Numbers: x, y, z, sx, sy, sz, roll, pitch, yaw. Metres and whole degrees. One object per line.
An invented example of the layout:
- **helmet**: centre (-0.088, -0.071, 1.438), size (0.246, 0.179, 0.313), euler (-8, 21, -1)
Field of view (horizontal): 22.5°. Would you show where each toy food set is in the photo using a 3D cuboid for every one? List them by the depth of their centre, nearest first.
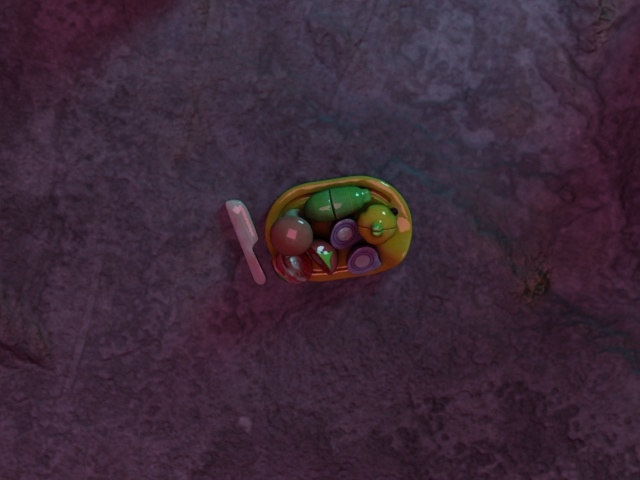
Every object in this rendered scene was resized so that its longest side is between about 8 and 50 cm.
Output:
- **toy food set**: centre (0.000, 0.000, 1.910), size (0.218, 0.071, 0.128), euler (-10, 110, 9)
